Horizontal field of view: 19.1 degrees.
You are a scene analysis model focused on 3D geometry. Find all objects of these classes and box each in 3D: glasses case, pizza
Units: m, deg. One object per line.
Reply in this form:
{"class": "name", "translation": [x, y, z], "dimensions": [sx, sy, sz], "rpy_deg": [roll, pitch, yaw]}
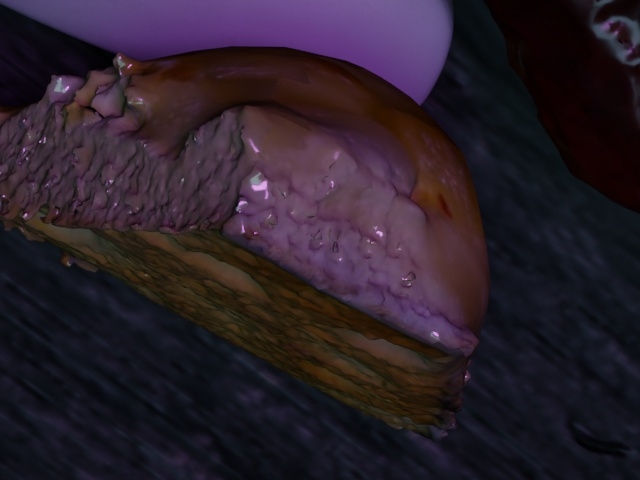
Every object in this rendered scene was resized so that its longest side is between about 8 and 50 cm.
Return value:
{"class": "glasses case", "translation": [-0.039, -0.083, 0.579], "dimensions": [0.164, 0.041, 0.063], "rpy_deg": [20, 121, -7]}
{"class": "pizza", "translation": [0.000, -0.002, 0.574], "dimensions": [0.204, 0.188, 0.080], "rpy_deg": [30, 76, -30]}

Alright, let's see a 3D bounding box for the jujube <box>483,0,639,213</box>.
{"class": "jujube", "translation": [0.095, -0.091, 0.531], "dimensions": [0.109, 0.112, 0.176], "rpy_deg": [-1, 124, 54]}
